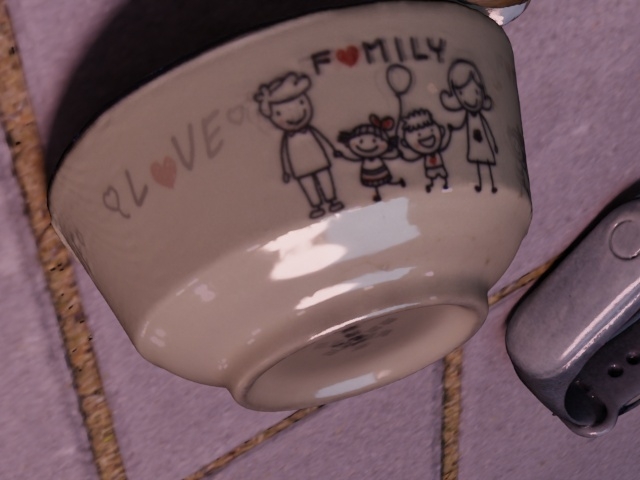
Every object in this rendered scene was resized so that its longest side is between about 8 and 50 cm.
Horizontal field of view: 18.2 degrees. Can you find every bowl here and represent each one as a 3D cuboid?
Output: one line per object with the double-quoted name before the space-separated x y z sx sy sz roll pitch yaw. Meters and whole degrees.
"bowl" 0.000 0.000 0.944 0.237 0.126 0.238 -18 161 -6

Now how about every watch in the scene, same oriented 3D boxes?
"watch" 0.222 0.046 1.383 0.206 0.068 0.193 -51 148 17

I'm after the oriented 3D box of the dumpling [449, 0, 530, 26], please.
"dumpling" 0.071 -0.192 0.868 0.166 0.086 0.332 -26 144 -26
